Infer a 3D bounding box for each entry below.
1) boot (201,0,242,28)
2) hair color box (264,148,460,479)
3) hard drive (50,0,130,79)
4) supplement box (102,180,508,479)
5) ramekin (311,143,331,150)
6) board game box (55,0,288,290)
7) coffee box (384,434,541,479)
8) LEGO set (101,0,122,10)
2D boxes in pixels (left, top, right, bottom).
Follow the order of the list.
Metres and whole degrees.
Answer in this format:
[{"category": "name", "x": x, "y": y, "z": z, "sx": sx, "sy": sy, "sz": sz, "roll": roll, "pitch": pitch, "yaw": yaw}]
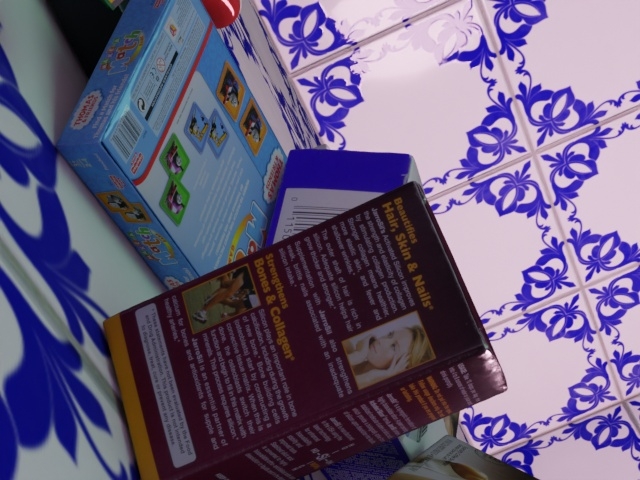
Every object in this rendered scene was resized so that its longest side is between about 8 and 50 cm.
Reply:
[{"category": "boot", "x": -0.152, "y": -0.273, "z": 1.130, "sx": 0.244, "sy": 0.088, "sz": 0.176, "roll": 46, "pitch": 20, "yaw": -49}, {"category": "hair color box", "x": 0.045, "y": 0.092, "z": 0.899, "sx": 0.339, "sy": 0.110, "sz": 0.185, "roll": 65, "pitch": 33, "yaw": -58}, {"category": "hard drive", "x": -0.143, "y": -0.145, "z": 0.838, "sx": 0.172, "sy": 0.054, "sz": 0.254, "roll": -101, "pitch": 167, "yaw": -63}, {"category": "supplement box", "x": -0.008, "y": 0.062, "z": 0.574, "sx": 0.081, "sy": 0.188, "sz": 0.104, "roll": 56, "pitch": 11, "yaw": -60}, {"category": "ramekin", "x": 0.000, "y": 0.000, "z": 1.265, "sx": 0.207, "sy": 0.109, "sz": 0.207, "roll": -24, "pitch": 90, "yaw": -85}, {"category": "board game box", "x": -0.087, "y": -0.053, "z": 0.741, "sx": 0.211, "sy": 0.039, "sz": 0.160, "roll": 60, "pitch": 37, "yaw": -44}, {"category": "coffee box", "x": 0.100, "y": 0.230, "z": 0.752, "sx": 0.141, "sy": 0.098, "sz": 0.246, "roll": 26, "pitch": 10, "yaw": 20}, {"category": "LEGO set", "x": -0.141, "y": -0.301, "z": 0.539, "sx": 0.255, "sy": 0.192, "sz": 0.331, "roll": 46, "pitch": -2, "yaw": 32}]
